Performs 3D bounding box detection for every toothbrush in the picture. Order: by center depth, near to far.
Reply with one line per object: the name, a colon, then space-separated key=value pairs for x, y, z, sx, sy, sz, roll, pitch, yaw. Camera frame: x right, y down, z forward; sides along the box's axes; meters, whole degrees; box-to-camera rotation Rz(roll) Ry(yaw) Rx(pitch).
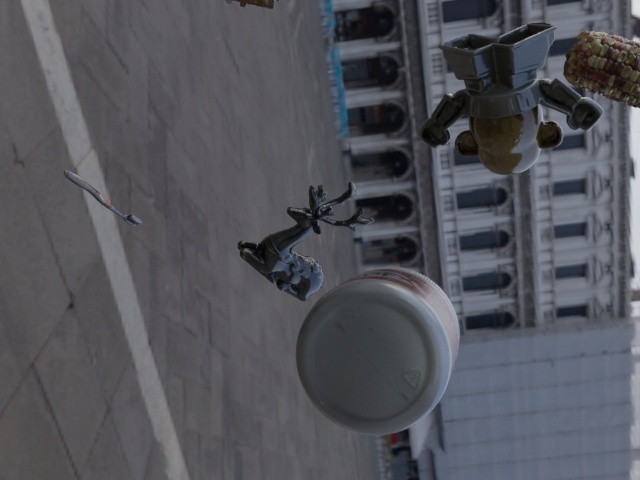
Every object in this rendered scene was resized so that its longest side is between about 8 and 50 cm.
toothbrush: x=-0.570 y=-0.106 z=1.919 sx=0.321 sy=0.031 sz=0.023 roll=45 pitch=34 yaw=-58

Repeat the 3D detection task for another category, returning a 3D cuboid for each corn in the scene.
corn: x=0.521 y=-0.243 z=1.131 sx=0.098 sy=0.290 sz=0.098 roll=-49 pitch=155 yaw=-33

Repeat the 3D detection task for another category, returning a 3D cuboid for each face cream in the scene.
face cream: x=0.084 y=0.142 z=0.997 sx=0.187 sy=0.201 sz=0.201 roll=-16 pitch=100 yaw=-74

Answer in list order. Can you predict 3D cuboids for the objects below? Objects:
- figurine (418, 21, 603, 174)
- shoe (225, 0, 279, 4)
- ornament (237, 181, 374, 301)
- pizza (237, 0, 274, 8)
figurine: x=0.361 y=-0.263 z=1.445 sx=0.167 sy=0.342 sz=0.285 roll=-39 pitch=123 yaw=-39
shoe: x=-0.207 y=-0.561 z=1.493 sx=0.159 sy=0.316 sz=0.124 roll=94 pitch=13 yaw=-54
ornament: x=0.000 y=0.000 z=1.311 sx=0.202 sy=0.236 sz=0.080 roll=36 pitch=24 yaw=-39
pizza: x=-0.094 y=-0.355 z=1.028 sx=0.083 sy=0.078 sz=0.025 roll=-36 pitch=-160 yaw=48
